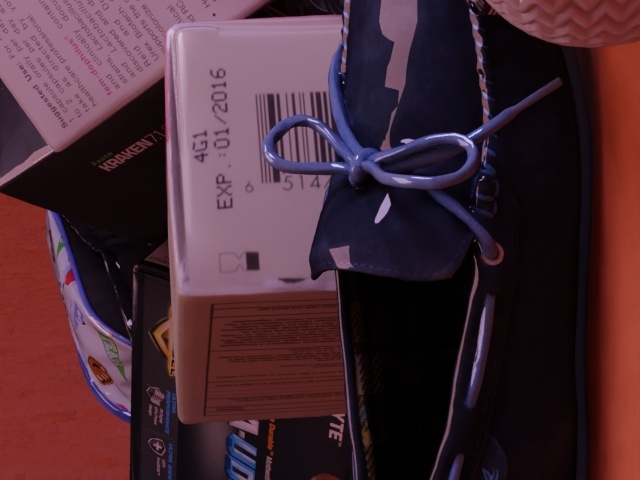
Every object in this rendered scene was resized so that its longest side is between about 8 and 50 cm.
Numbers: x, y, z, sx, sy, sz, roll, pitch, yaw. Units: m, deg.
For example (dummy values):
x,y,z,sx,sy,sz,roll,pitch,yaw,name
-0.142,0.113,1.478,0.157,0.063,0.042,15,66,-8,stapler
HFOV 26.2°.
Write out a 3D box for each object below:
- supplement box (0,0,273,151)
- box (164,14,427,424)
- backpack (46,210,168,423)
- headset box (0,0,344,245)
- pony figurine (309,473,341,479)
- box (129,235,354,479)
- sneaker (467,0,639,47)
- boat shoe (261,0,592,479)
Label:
x,y,z,sx,sy,sz,roll,pitch,yaw,name
-0.061,-0.152,0.646,0.114,0.220,0.111,53,-149,-9,supplement box
0.000,0.000,0.671,0.232,0.148,0.127,107,159,-69,box
-0.101,0.041,1.144,0.263,0.276,0.213,-113,15,-53,backpack
-0.085,-0.164,0.876,0.246,0.131,0.283,-28,55,34,headset box
-0.031,0.350,0.773,0.363,0.302,0.351,-123,19,-45,pony figurine
-0.047,0.120,0.962,0.051,0.175,0.220,-48,-29,-52,box
0.047,-0.188,0.374,0.153,0.101,0.269,-140,45,-77,sneaker
0.043,0.001,0.484,0.109,0.089,0.258,-9,92,53,boat shoe
